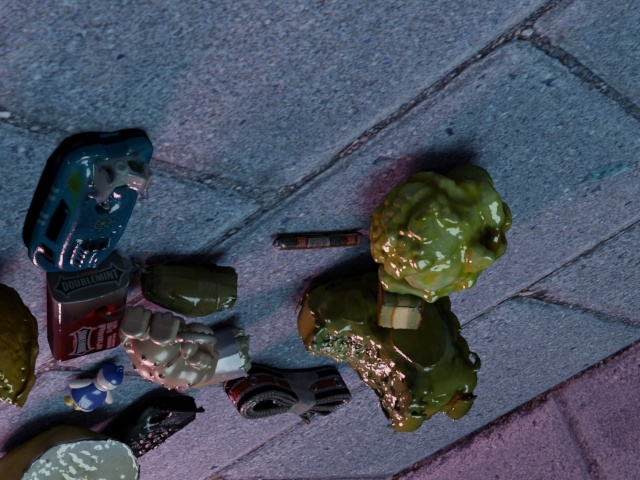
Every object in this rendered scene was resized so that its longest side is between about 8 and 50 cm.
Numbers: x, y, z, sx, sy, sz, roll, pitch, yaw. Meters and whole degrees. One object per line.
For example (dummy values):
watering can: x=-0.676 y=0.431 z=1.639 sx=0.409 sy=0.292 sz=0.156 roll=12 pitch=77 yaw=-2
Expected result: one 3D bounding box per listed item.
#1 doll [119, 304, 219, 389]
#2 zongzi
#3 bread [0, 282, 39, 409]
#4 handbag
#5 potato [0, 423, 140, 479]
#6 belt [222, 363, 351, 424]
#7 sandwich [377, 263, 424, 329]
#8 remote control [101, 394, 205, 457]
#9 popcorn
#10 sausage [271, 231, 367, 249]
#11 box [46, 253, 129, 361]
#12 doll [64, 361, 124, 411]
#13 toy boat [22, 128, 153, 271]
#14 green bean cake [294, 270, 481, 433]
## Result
doll: x=-0.238 y=0.164 z=1.806 sx=0.154 sy=0.119 sz=0.278 roll=15 pitch=164 yaw=-1
zongzi: x=-0.248 y=0.088 z=1.827 sx=0.189 sy=0.081 sz=0.178 roll=7 pitch=159 yaw=-35
bread: x=-0.466 y=0.127 z=1.562 sx=0.143 sy=0.229 sz=0.139 roll=18 pitch=96 yaw=-46
handbag: x=-0.201 y=0.220 z=2.105 sx=0.173 sy=0.095 sz=0.117 roll=-20 pitch=160 yaw=1
potato: x=-0.521 y=0.469 z=2.246 sx=0.300 sy=0.196 sz=0.246 roll=-40 pitch=124 yaw=-14
belt: x=-0.069 y=0.322 z=2.434 sx=0.126 sy=0.094 sz=0.360 roll=-38 pitch=154 yaw=22
sandwich: x=0.139 y=0.058 z=1.958 sx=0.079 sy=0.163 sz=0.113 roll=4 pitch=157 yaw=1
remote control: x=-0.413 y=0.420 z=2.371 sx=0.399 sy=0.062 sz=0.145 roll=-36 pitch=152 yaw=31
popcorn: x=0.187 y=-0.010 z=1.847 sx=0.255 sy=0.194 sz=0.256 roll=-32 pitch=145 yaw=17
sausage: x=0.000 y=0.000 z=1.902 sx=0.198 sy=0.025 sz=0.028 roll=-5 pitch=119 yaw=-37
box: x=-0.358 y=0.105 z=1.755 sx=0.120 sy=0.069 sz=0.224 roll=-14 pitch=156 yaw=-21
doll: x=-0.401 y=0.262 z=2.060 sx=0.143 sy=0.057 sz=0.099 roll=-38 pitch=132 yaw=27
toy boat: x=-0.302 y=-0.024 z=1.509 sx=0.134 sy=0.092 sz=0.299 roll=-12 pitch=154 yaw=-31
green bean cake: x=0.124 y=0.192 z=2.063 sx=0.285 sy=0.309 sz=0.202 roll=-16 pitch=158 yaw=-21
